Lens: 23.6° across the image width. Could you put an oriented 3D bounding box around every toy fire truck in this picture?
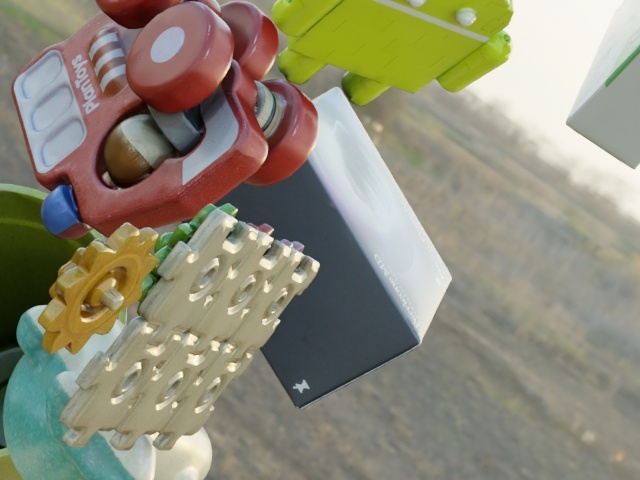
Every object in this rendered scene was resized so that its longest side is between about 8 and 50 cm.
[{"bbox_3d":[-0.163,-0.122,1.415,0.169,0.254,0.302,38,20,-45],"label":"toy fire truck"}]

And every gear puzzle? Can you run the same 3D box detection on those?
[{"bbox_3d":[-0.103,0.049,0.960,0.044,0.175,0.339,37,2,16],"label":"gear puzzle"}]

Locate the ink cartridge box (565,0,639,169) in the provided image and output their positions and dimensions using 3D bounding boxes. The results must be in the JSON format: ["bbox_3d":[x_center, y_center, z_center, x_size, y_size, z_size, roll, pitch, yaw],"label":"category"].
[{"bbox_3d":[0.349,-0.200,1.554,0.093,0.154,0.212,32,49,-6],"label":"ink cartridge box"}]

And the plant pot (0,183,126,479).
[{"bbox_3d":[-0.413,0.169,1.990,0.366,0.366,0.353,37,-20,17],"label":"plant pot"}]

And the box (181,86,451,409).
[{"bbox_3d":[0.000,0.000,1.837,0.296,0.182,0.294,58,18,-6],"label":"box"}]

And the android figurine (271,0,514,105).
[{"bbox_3d":[0.081,-0.221,1.539,0.248,0.273,0.056,17,60,-33],"label":"android figurine"}]

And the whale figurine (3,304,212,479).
[{"bbox_3d":[-0.180,0.154,1.196,0.216,0.141,0.272,53,-2,-3],"label":"whale figurine"}]
